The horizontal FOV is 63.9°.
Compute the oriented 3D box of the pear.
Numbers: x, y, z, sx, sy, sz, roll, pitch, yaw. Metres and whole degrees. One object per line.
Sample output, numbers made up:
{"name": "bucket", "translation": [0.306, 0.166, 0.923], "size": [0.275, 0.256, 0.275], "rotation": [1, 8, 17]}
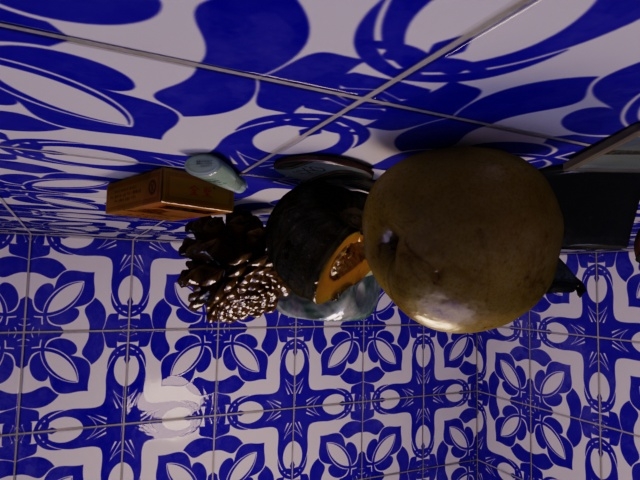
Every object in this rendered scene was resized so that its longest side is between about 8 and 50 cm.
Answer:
{"name": "pear", "translation": [0.221, -0.002, 0.818], "size": [0.313, 0.315, 0.314], "rotation": [1, 175, 0]}

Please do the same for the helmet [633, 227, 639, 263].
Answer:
{"name": "helmet", "translation": [0.957, 0.011, 1.367], "size": [0.189, 0.193, 0.216], "rotation": [7, 161, -33]}

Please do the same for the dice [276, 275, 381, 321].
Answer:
{"name": "dice", "translation": [0.020, 0.104, 1.818], "size": [0.327, 0.331, 0.348], "rotation": [2, 178, 25]}

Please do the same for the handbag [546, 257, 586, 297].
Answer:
{"name": "handbag", "translation": [0.401, -0.004, 1.086], "size": [0.191, 0.075, 0.332], "rotation": [7, -145, -42]}

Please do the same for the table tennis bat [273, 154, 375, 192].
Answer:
{"name": "table tennis bat", "translation": [0.036, -0.127, 1.011], "size": [0.173, 0.023, 0.301], "rotation": [0, 174, 37]}

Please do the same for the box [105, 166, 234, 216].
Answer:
{"name": "box", "translation": [-0.342, -0.096, 1.150], "size": [0.174, 0.076, 0.274], "rotation": [4, 174, -44]}

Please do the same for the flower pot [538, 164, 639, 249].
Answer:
{"name": "flower pot", "translation": [0.511, -0.055, 0.992], "size": [0.235, 0.148, 0.235], "rotation": [1, 177, 0]}

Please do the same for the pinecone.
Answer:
{"name": "pinecone", "translation": [-0.271, 0.049, 1.553], "size": [0.383, 0.385, 0.384], "rotation": [1, 175, 0]}

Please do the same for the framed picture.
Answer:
{"name": "framed picture", "translation": [0.558, -0.134, 0.773], "size": [0.288, 0.016, 0.213], "rotation": [1, 174, -1]}

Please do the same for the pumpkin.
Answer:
{"name": "pumpkin", "translation": [0.000, 0.000, 1.123], "size": [0.232, 0.242, 0.324], "rotation": [30, -153, 25]}

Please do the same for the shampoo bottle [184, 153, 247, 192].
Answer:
{"name": "shampoo bottle", "translation": [-0.188, -0.124, 0.979], "size": [0.069, 0.041, 0.190], "rotation": [-5, 175, 10]}

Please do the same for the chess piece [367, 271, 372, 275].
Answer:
{"name": "chess piece", "translation": [0.189, 0.013, 1.518], "size": [0.441, 0.234, 0.234], "rotation": [-3, 176, -6]}
